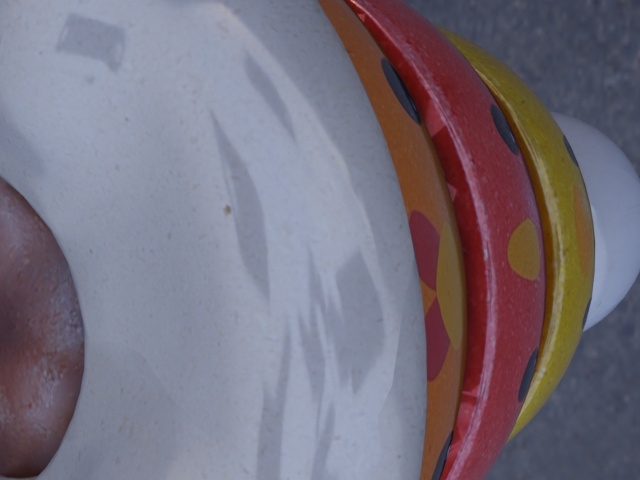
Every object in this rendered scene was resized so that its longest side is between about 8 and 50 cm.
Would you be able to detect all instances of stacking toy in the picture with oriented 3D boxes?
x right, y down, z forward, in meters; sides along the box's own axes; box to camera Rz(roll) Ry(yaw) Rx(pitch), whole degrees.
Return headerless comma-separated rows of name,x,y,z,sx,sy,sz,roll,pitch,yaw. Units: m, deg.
stacking toy,0.000,0.000,0.800,0.351,0.480,0.350,7,102,35
